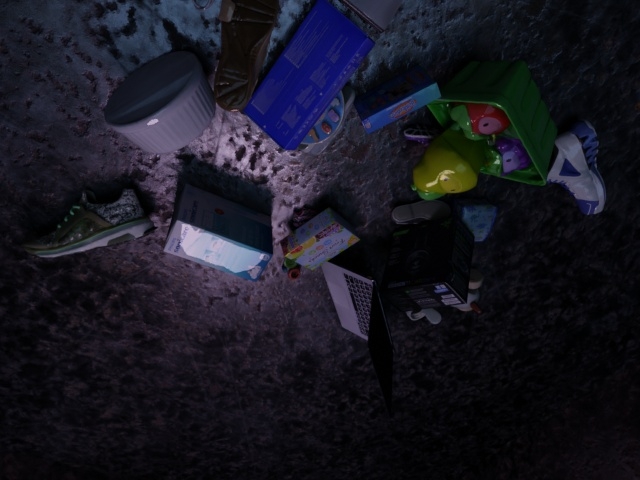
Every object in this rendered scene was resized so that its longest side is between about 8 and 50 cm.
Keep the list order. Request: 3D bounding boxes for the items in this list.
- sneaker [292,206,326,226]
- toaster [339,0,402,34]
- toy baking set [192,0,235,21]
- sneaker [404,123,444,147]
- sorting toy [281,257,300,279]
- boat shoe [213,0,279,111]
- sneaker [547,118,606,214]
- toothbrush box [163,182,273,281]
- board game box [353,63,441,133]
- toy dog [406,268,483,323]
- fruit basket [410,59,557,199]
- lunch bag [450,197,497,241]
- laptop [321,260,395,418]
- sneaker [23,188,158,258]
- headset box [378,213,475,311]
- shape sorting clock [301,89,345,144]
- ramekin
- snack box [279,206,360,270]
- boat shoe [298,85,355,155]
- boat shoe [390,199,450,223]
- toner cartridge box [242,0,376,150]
[{"bbox_3d":[-0.036,-0.085,1.530,0.120,0.047,0.057,-15,115,2],"label":"sneaker"},{"bbox_3d":[0.090,-0.593,1.096,0.186,0.168,0.110,27,115,-26],"label":"toaster"},{"bbox_3d":[-0.254,-0.642,1.060,0.197,0.030,0.256,-40,104,15],"label":"toy baking set"},{"bbox_3d":[0.329,-0.299,1.407,0.170,0.068,0.071,8,130,-14],"label":"sneaker"},{"bbox_3d":[-0.108,0.091,1.654,0.061,0.042,0.101,-19,116,-13],"label":"sorting toy"},{"bbox_3d":[-0.189,-0.494,1.167,0.122,0.110,0.340,19,104,-8],"label":"boat shoe"},{"bbox_3d":[0.785,-0.218,1.504,0.183,0.127,0.315,-22,119,13],"label":"sneaker"},{"bbox_3d":[-0.304,-0.024,1.428,0.296,0.216,0.126,21,120,-20],"label":"toothbrush box"},{"bbox_3d":[0.199,-0.385,1.266,0.211,0.160,0.047,-25,126,12],"label":"board game box"},{"bbox_3d":[0.465,0.229,1.753,0.334,0.160,0.220,-23,125,9],"label":"toy dog"},{"bbox_3d":[0.431,-0.254,1.287,0.393,0.283,0.391,-14,115,-33],"label":"fruit basket"},{"bbox_3d":[0.509,-0.064,1.585,0.129,0.096,0.151,-1,116,-8],"label":"lunch bag"},{"bbox_3d":[0.113,0.316,1.587,0.236,0.408,0.381,-41,132,-28],"label":"laptop"},{"bbox_3d":[-0.710,-0.060,1.426,0.411,0.158,0.181,-12,96,3],"label":"sneaker"},{"bbox_3d":[0.350,0.070,1.517,0.247,0.282,0.131,-15,133,42],"label":"headset box"},{"bbox_3d":[-0.035,-0.366,1.276,0.207,0.040,0.206,5,106,19],"label":"shape sorting clock"},{"bbox_3d":[-0.386,-0.335,1.166,0.273,0.272,0.127,-23,138,9],"label":"ramekin"},{"bbox_3d":[0.000,0.000,1.544,0.207,0.070,0.174,-32,147,17],"label":"snack box"},{"bbox_3d":[0.029,-0.338,1.339,0.081,0.079,0.227,17,124,-48],"label":"boat shoe"},{"bbox_3d":[0.333,-0.092,1.575,0.206,0.075,0.065,-6,170,-10],"label":"boat shoe"},{"bbox_3d":[-0.035,-0.417,1.202,0.165,0.075,0.347,45,112,10],"label":"toner cartridge box"}]
